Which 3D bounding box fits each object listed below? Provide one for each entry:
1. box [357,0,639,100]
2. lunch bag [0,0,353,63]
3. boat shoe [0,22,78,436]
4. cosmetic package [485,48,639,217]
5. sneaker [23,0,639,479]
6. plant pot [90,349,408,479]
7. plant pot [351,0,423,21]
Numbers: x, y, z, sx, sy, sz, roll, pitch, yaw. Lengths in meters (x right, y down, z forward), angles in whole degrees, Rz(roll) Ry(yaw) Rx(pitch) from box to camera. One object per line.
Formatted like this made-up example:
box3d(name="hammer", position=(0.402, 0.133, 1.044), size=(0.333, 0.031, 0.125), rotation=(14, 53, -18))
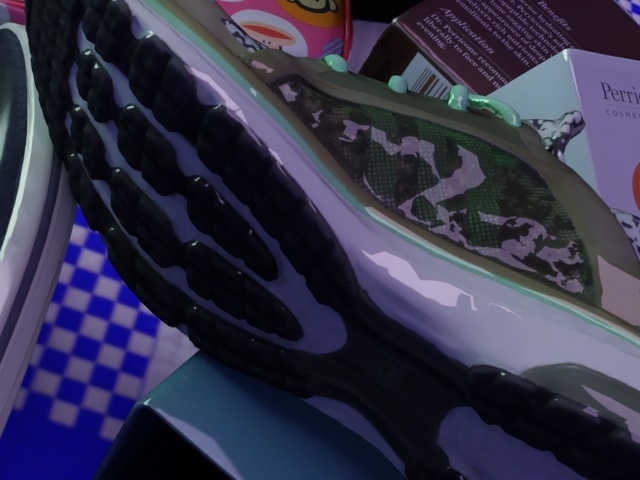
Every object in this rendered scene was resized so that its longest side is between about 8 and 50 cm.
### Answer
box3d(name="box", position=(0.130, -0.086, 0.808), size=(0.168, 0.167, 0.203), rotation=(47, 49, 10))
box3d(name="lunch bag", position=(-0.120, -0.182, 0.785), size=(0.293, 0.120, 0.258), rotation=(12, 53, -20))
box3d(name="boat shoe", position=(-0.237, 0.071, 0.498), size=(0.156, 0.187, 0.500), rotation=(29, 53, -22))
box3d(name="cosmetic package", position=(0.280, 0.050, 0.673), size=(0.377, 0.097, 0.285), rotation=(2, 71, -34))
box3d(name="sneaker", position=(0.044, -0.013, 0.501), size=(0.410, 0.158, 0.182), rotation=(39, 51, 5))
box3d(name="plant pot", position=(0.006, 0.112, 0.611), size=(0.165, 0.165, 0.234), rotation=(40, 44, 5))
box3d(name="plant pot", position=(0.077, -0.289, 0.932), size=(0.188, 0.167, 0.188), rotation=(-1, 57, -26))
